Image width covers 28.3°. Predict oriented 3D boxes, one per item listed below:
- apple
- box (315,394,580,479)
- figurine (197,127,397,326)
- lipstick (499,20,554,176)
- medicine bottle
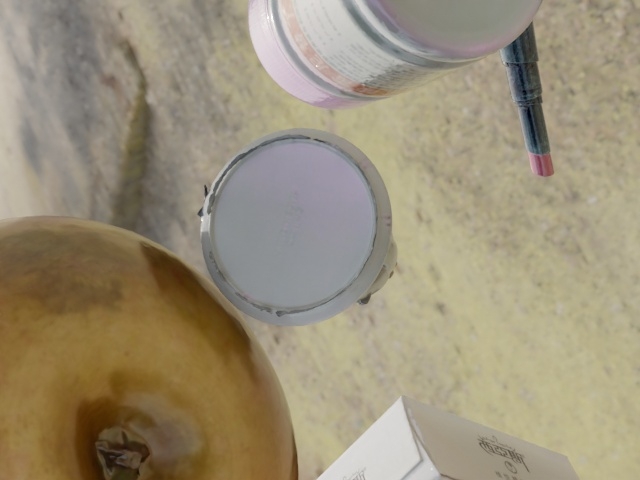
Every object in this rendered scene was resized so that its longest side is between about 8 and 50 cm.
[{"bbox_3d":[-0.185,0.155,0.850,0.364,0.364,0.364,56,163,27],"label":"apple"},{"bbox_3d":[0.130,0.295,1.323,0.274,0.203,0.116,24,-152,-37],"label":"box"},{"bbox_3d":[0.000,0.000,0.868,0.132,0.132,0.154,60,-170,16],"label":"figurine"},{"bbox_3d":[0.280,-0.193,1.693,0.053,0.053,0.234,36,148,61],"label":"lipstick"},{"bbox_3d":[0.063,-0.244,1.233,0.202,0.202,0.316,65,161,-4],"label":"medicine bottle"}]
